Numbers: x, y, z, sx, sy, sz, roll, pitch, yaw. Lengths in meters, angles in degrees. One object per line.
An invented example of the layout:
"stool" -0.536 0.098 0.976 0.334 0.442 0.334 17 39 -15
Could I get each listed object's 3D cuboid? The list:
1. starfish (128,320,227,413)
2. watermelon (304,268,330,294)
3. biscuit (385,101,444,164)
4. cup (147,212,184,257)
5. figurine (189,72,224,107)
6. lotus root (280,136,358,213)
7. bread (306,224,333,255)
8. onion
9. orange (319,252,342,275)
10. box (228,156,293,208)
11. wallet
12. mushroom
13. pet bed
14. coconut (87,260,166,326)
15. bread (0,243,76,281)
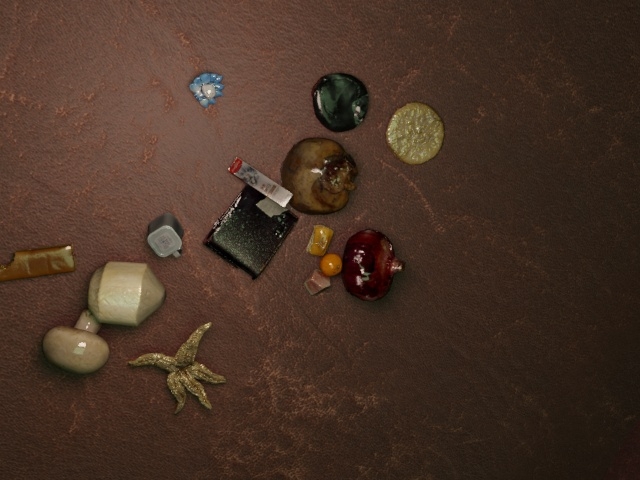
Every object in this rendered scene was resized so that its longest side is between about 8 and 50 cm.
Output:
"starfish" -0.433 0.441 1.897 0.302 0.084 0.293 -29 113 -5
"watermelon" -0.012 0.151 1.960 0.085 0.072 0.092 24 100 -3
"biscuit" 0.329 -0.369 1.956 0.220 0.033 0.219 -4 104 -15
"cup" -0.473 -0.004 1.758 0.095 0.129 0.128 -31 113 0
"figurine" -0.336 -0.465 1.712 0.114 0.079 0.114 -16 132 -19
"lotus root" 0.012 -0.200 1.834 0.272 0.192 0.272 -4 100 -22
"bread" 0.000 0.000 1.936 0.072 0.053 0.106 18 103 -16
"onion" 0.180 0.082 1.906 0.219 0.252 0.252 -6 110 29
"orange" 0.037 0.084 1.952 0.084 0.083 0.083 -4 104 -16
"box" -0.189 -0.182 1.798 0.218 0.039 0.055 33 85 3
"wallet" -0.223 -0.032 1.858 0.221 0.071 0.262 38 83 -20
"mushroom" -0.734 0.305 1.732 0.204 0.204 0.204 -4 104 -16
"pet bed" 0.065 -0.450 1.849 0.201 0.053 0.201 -3 103 -15
"coconut" -0.585 0.164 1.726 0.222 0.202 0.202 6 101 -12
"bread" -0.859 0.066 1.700 0.226 0.049 0.088 -7 105 -14
